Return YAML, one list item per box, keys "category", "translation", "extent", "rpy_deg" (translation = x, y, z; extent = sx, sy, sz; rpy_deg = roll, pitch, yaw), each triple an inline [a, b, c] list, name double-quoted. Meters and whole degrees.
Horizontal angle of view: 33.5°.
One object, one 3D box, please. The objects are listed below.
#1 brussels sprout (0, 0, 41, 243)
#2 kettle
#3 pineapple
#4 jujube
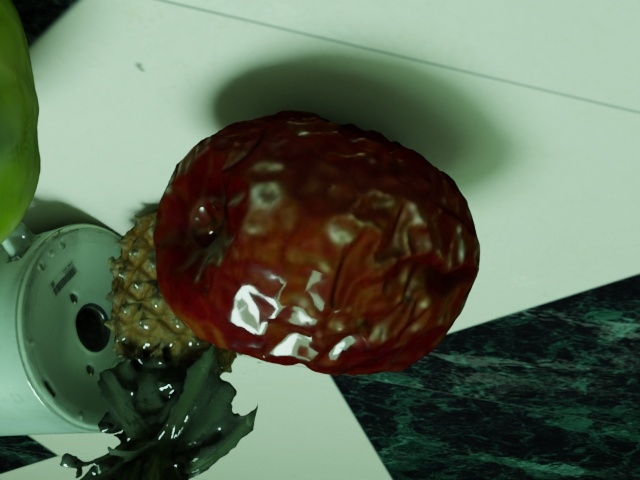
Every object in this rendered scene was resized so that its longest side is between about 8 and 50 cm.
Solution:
- category: "brussels sprout"
  translation: [-0.331, -0.088, 0.693]
  extent: [0.344, 0.268, 0.344]
  rpy_deg: [24, 167, 6]
- category: "kettle"
  translation: [-0.361, 0.093, 1.094]
  extent: [0.318, 0.205, 0.265]
  rpy_deg: [-9, 152, 33]
- category: "pineapple"
  translation: [-0.139, 0.145, 0.965]
  extent: [0.165, 0.364, 0.165]
  rpy_deg: [5, 148, 3]
- category: "jujube"
  translation: [0.000, 0.000, 0.828]
  extent: [0.232, 0.213, 0.213]
  rpy_deg: [17, 153, -40]
